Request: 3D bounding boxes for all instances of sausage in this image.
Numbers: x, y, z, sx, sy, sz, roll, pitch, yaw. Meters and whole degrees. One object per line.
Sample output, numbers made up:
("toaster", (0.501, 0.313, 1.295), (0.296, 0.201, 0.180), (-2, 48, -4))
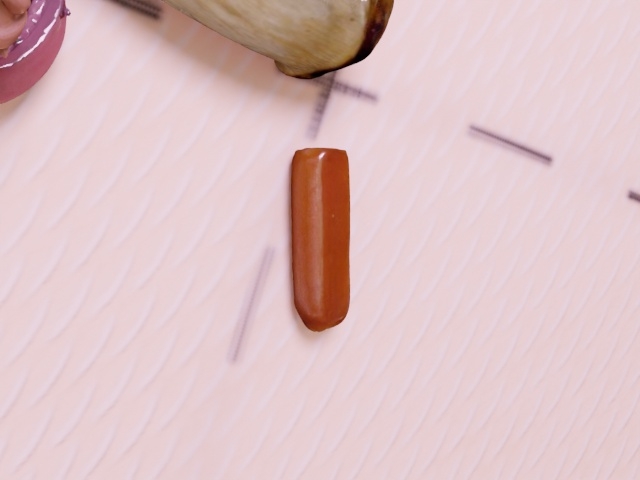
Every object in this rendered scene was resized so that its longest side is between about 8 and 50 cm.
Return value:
("sausage", (0.000, 0.000, 0.619), (0.041, 0.039, 0.131), (-5, 99, -33))

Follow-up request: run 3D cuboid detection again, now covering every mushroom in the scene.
("mushroom", (-0.101, -0.201, 0.509), (0.333, 0.107, 0.087), (31, 47, -25))

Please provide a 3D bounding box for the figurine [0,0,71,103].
("figurine", (-0.196, -0.124, 0.456), (0.114, 0.157, 0.126), (-22, 111, -1))
